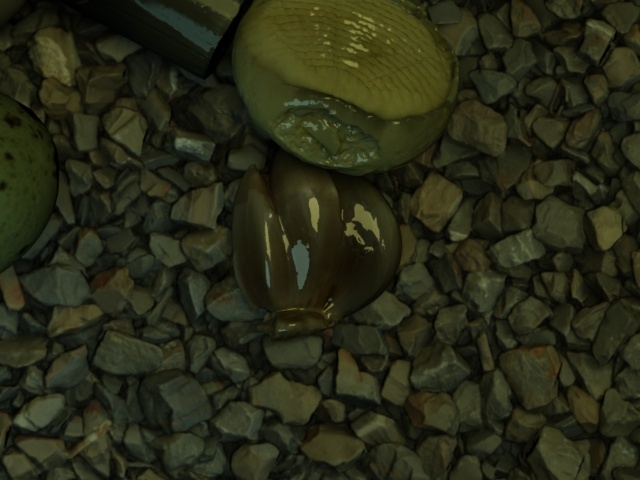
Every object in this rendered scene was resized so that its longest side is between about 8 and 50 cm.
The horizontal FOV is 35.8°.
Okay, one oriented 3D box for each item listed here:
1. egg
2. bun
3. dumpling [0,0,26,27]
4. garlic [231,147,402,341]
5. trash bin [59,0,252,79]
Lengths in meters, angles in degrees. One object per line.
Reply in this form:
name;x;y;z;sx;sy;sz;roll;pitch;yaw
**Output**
egg;-0.551;-0.059;1.395;0.379;0.287;0.288;-34;92;-1
bun;0.032;-0.242;1.567;0.364;0.202;0.364;10;49;-12
dumpling;-0.542;-0.415;1.486;0.204;0.163;0.293;41;101;-5
garlic;-0.001;0.000;1.588;0.279;0.132;0.325;4;88;-19
trash bin;-0.261;-0.403;1.535;0.301;0.203;0.252;29;45;-9
